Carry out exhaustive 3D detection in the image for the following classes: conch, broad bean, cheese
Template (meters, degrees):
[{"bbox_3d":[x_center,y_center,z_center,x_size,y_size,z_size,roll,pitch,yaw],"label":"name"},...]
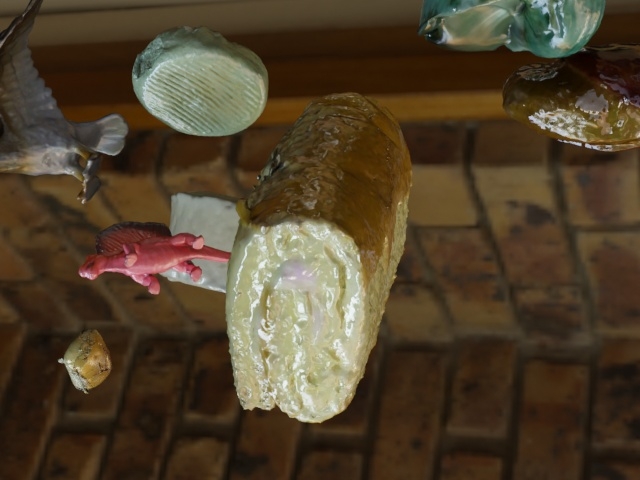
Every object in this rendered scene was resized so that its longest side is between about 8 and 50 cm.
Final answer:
[{"bbox_3d":[0.231,-0.281,1.526,0.202,0.196,0.134,20,-112,-26],"label":"conch"},{"bbox_3d":[0.335,-0.180,1.627,0.156,0.229,0.122,-82,-3,-53],"label":"broad bean"},{"bbox_3d":[-0.104,0.019,2.161,0.332,0.292,0.153,86,-163,-87],"label":"cheese"}]

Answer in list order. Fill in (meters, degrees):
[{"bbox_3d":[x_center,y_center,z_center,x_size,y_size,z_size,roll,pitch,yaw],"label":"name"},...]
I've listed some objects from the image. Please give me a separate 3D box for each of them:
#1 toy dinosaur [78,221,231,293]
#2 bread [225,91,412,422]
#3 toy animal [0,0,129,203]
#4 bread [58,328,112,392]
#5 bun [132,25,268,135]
[{"bbox_3d":[-0.211,0.004,1.852,0.286,0.139,0.070,-14,-60,-34],"label":"toy dinosaur"},{"bbox_3d":[0.000,0.000,1.436,0.375,0.165,0.236,-68,-18,-61],"label":"bread"},{"bbox_3d":[-0.281,-0.096,1.276,0.197,0.160,0.272,-67,-2,-51],"label":"toy animal"},{"bbox_3d":[-0.350,0.182,2.041,0.072,0.053,0.106,-56,-17,-26],"label":"bread"},{"bbox_3d":[-0.189,-0.260,2.163,0.221,0.221,0.108,65,-162,-50],"label":"bun"}]
